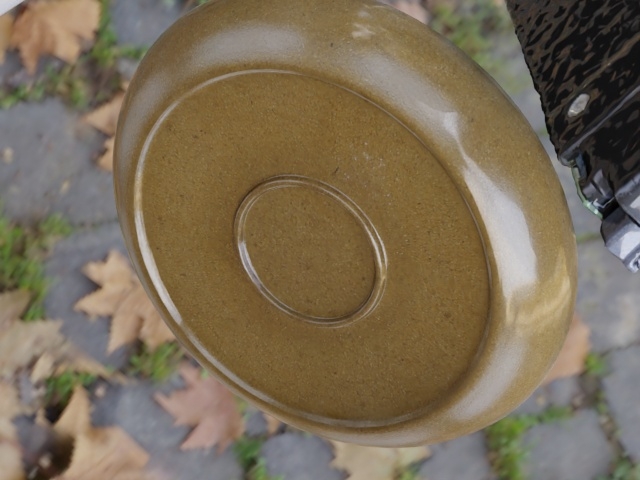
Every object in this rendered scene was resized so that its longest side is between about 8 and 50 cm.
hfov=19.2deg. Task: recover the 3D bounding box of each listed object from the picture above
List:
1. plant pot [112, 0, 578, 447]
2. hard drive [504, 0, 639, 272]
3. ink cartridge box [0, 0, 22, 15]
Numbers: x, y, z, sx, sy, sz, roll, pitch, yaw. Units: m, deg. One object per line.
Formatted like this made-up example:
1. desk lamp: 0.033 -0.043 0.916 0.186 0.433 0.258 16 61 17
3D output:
1. plant pot: 0.000 0.000 0.857 0.236 0.236 0.032 44 40 1
2. hard drive: 0.174 -0.038 0.751 0.237 0.064 0.339 39 22 -21
3. ink cartridge box: -0.061 -0.147 0.355 0.201 0.278 0.117 -3 66 -65
